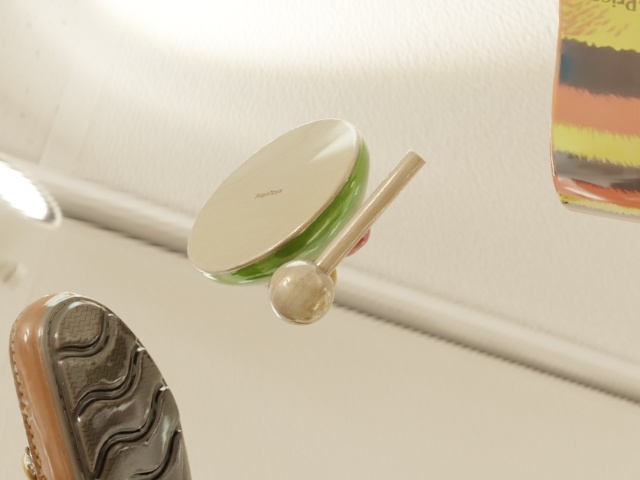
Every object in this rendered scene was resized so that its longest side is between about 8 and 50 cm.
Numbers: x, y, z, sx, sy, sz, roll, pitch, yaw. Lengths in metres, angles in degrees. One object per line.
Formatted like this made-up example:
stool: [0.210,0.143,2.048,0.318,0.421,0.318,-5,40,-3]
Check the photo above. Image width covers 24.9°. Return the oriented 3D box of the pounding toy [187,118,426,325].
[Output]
pounding toy: [0.000,0.000,1.233,0.183,0.237,0.110,-46,-62,-10]

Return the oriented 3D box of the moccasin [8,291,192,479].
moccasin: [-0.176,0.213,1.186,0.147,0.139,0.380,3,-53,32]

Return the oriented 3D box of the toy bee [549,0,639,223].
toy bee: [0.096,-0.128,0.446,0.195,0.162,0.298,-11,-74,28]
